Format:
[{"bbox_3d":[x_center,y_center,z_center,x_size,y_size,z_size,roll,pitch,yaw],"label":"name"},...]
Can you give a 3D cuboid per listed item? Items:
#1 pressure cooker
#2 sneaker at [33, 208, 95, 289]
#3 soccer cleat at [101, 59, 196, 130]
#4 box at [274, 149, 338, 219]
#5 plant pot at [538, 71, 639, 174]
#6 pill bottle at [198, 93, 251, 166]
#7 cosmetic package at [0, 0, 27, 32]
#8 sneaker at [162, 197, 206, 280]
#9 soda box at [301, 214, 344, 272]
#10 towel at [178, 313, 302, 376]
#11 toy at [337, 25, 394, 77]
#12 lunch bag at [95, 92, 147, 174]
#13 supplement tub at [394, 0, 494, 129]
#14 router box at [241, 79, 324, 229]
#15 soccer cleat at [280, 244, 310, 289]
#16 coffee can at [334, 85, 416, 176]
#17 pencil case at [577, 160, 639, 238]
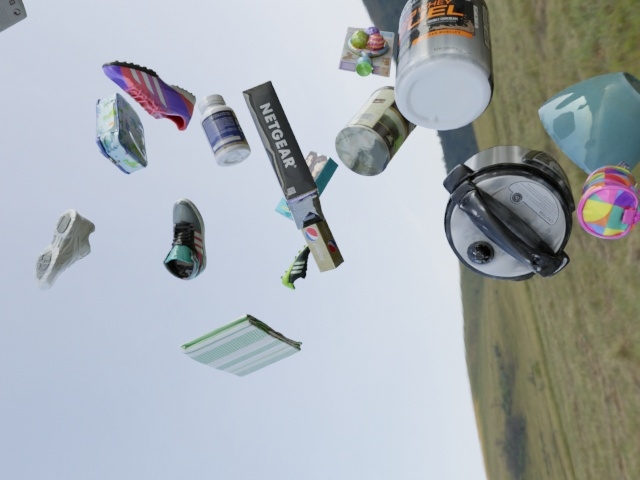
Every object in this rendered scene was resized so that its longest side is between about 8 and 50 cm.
[{"bbox_3d":[0.571,-0.077,1.647,0.420,0.371,0.374,-50,-42,-62],"label":"pressure cooker"},{"bbox_3d":[-0.686,0.037,1.467,0.115,0.091,0.232,35,-99,-54],"label":"sneaker"},{"bbox_3d":[-0.502,-0.428,1.592,0.318,0.109,0.116,17,-101,-56],"label":"soccer cleat"},{"bbox_3d":[-0.047,-0.178,1.816,0.060,0.101,0.244,35,-96,-49],"label":"box"},{"bbox_3d":[0.750,-0.316,1.391,0.291,0.195,0.290,20,-135,-22],"label":"plant pot"},{"bbox_3d":[-0.248,-0.280,1.358,0.094,0.094,0.169,2,-119,-65],"label":"pill bottle"},{"bbox_3d":[-0.591,-0.342,0.817,0.231,0.118,0.085,-51,-19,-31],"label":"cosmetic package"},{"bbox_3d":[-0.480,0.013,1.868,0.178,0.124,0.295,-75,-21,-70],"label":"sneaker"},{"bbox_3d":[0.000,0.000,1.587,0.058,0.061,0.181,-35,-76,-53],"label":"soda box"},{"bbox_3d":[-0.224,0.315,1.578,0.325,0.248,0.038,43,-156,-55],"label":"towel"},{"bbox_3d":[0.130,-0.531,1.450,0.056,0.137,0.237,97,-177,-52],"label":"toy"},{"bbox_3d":[-0.607,-0.323,1.647,0.176,0.090,0.218,57,-164,-62],"label":"lunch bag"},{"bbox_3d":[0.277,-0.432,1.207,0.207,0.207,0.337,50,-141,-45],"label":"supplement tub"},{"bbox_3d":[-0.089,-0.205,1.356,0.243,0.081,0.308,75,173,-74],"label":"router box"},{"bbox_3d":[-0.068,0.090,1.878,0.072,0.178,0.060,34,-176,3],"label":"soccer cleat"},{"bbox_3d":[0.200,-0.383,1.873,0.275,0.202,0.201,-53,-52,-36],"label":"coffee can"},{"bbox_3d":[0.526,-0.076,0.971,0.236,0.105,0.104,-30,-75,-56],"label":"pencil case"}]
